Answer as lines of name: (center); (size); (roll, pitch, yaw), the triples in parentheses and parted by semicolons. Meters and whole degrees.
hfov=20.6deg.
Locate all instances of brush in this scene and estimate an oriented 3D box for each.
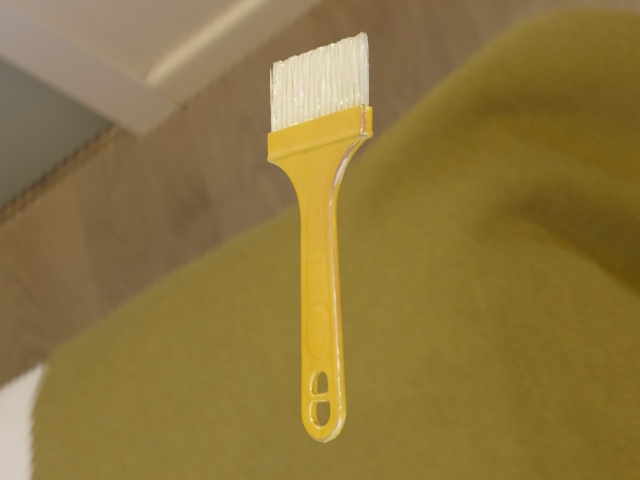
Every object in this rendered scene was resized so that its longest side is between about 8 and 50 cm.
brush: (0.000, 0.000, 1.190); (0.103, 0.013, 0.272); (-12, 75, 48)
